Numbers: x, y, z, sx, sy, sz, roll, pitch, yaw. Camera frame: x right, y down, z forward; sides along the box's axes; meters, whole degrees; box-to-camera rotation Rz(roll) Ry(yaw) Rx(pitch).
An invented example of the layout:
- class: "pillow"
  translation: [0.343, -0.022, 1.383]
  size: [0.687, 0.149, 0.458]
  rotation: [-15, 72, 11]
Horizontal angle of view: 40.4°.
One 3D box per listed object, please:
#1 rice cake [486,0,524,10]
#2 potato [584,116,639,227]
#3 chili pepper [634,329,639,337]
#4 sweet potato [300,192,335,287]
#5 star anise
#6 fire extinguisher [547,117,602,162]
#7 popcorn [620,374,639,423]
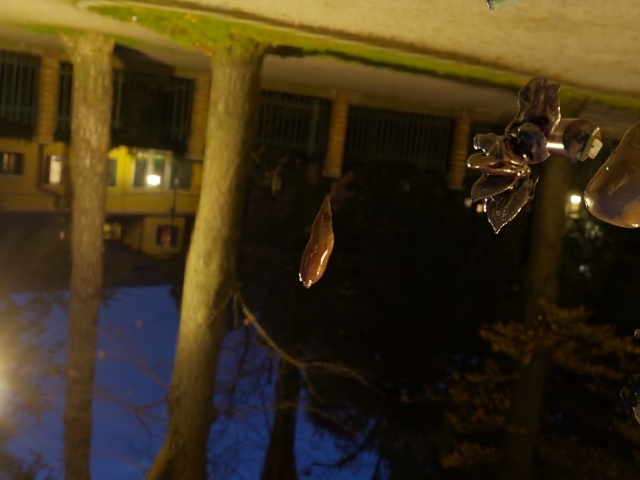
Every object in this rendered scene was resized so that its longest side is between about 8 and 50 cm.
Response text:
- class: "rice cake"
  translation: [0.418, -0.502, 1.747]
  size: [0.170, 0.033, 0.029]
  rotation: [-16, -143, 16]
- class: "potato"
  translation: [0.449, -0.087, 1.193]
  size: [0.137, 0.176, 0.137]
  rotation: [18, -142, -15]
- class: "chili pepper"
  translation: [0.709, 0.194, 1.861]
  size: [0.027, 0.022, 0.083]
  rotation: [-22, 178, -45]
- class: "sweet potato"
  translation: [0.000, 0.000, 1.699]
  size: [0.056, 0.195, 0.056]
  rotation: [14, -178, -1]
- class: "star anise"
  translation: [0.325, -0.152, 1.474]
  size: [0.129, 0.283, 0.212]
  rotation: [29, -135, 0]
- class: "fire extinguisher"
  translation: [0.580, -0.233, 2.034]
  size: [0.104, 0.105, 0.269]
  rotation: [5, -172, -8]
- class: "popcorn"
  translation: [0.729, 0.359, 1.560]
  size: [0.292, 0.293, 0.237]
  rotation: [13, -177, 43]
